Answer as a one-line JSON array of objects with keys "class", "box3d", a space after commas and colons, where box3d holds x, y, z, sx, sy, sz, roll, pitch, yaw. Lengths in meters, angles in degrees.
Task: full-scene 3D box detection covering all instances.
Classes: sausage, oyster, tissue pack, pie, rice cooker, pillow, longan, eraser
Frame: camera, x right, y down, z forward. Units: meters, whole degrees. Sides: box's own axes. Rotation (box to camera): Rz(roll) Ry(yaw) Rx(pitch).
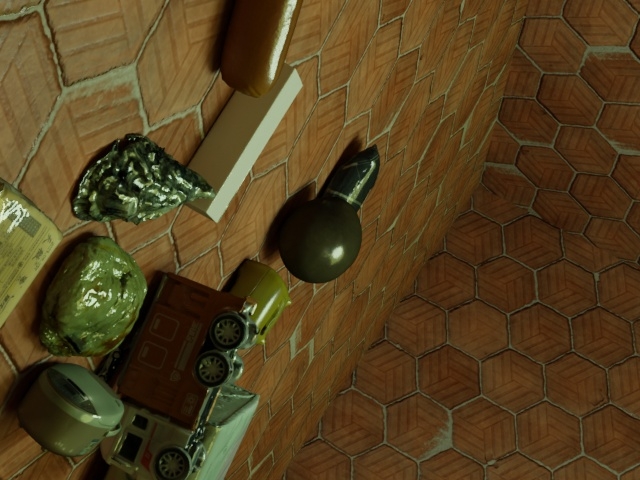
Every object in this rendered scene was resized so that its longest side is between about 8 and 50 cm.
[{"class": "sausage", "box3d": [-0.087, -0.358, 1.589, 0.105, 0.105, 0.274, -36, 151, -56]}, {"class": "oyster", "box3d": [-0.282, -0.077, 1.560, 0.199, 0.087, 0.252, -56, 152, -18]}, {"class": "tissue pack", "box3d": [-0.428, 0.031, 1.227, 0.222, 0.090, 0.186, -59, 162, -11]}, {"class": "tissue pack", "box3d": [-0.150, 0.143, 2.235, 0.178, 0.127, 0.123, -57, 162, -17]}, {"class": "pie", "box3d": [-0.354, 0.107, 1.594, 0.201, 0.090, 0.248, -55, 160, -10]}, {"class": "rice cooker", "box3d": [-0.406, 0.278, 1.639, 0.127, 0.145, 0.206, -47, 166, -5]}, {"class": "pillow", "box3d": [0.053, -0.092, 2.526, 0.335, 0.092, 0.161, -59, 168, -2]}, {"class": "longan", "box3d": [0.000, 0.000, 2.341, 0.220, 0.196, 0.197, -54, 164, -44]}, {"class": "eraser", "box3d": [-0.144, -0.181, 1.770, 0.298, 0.078, 0.076, -59, 164, -8]}, {"class": "tissue pack", "box3d": [-0.322, 0.493, 2.133, 0.405, 0.205, 0.332, -64, 169, 7]}]

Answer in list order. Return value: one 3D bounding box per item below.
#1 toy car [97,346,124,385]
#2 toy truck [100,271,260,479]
[{"class": "toy car", "box3d": [-0.387, 0.235, 1.832, 0.093, 0.025, 0.041, -61, 168, -25]}, {"class": "toy truck", "box3d": [-0.268, 0.258, 1.866, 0.173, 0.206, 0.388, 59, 54, -83]}]
